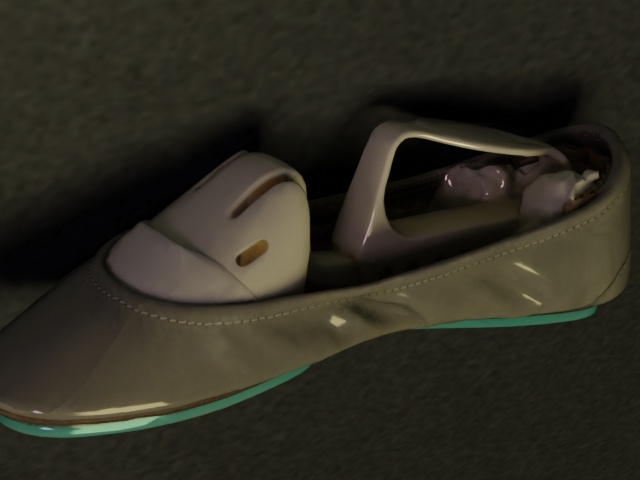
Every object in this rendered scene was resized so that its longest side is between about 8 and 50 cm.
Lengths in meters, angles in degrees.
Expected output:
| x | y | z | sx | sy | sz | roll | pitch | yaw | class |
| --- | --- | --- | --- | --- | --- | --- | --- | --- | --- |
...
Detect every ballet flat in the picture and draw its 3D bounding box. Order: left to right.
| x | y | z | sx | sy | sz | roll | pitch | yaw | class |
| --- | --- | --- | --- | --- | --- | --- | --- | --- | --- |
| 0.000 | 0.000 | 0.501 | 0.213 | 0.072 | 0.068 | -10 | 118 | -27 | ballet flat |
